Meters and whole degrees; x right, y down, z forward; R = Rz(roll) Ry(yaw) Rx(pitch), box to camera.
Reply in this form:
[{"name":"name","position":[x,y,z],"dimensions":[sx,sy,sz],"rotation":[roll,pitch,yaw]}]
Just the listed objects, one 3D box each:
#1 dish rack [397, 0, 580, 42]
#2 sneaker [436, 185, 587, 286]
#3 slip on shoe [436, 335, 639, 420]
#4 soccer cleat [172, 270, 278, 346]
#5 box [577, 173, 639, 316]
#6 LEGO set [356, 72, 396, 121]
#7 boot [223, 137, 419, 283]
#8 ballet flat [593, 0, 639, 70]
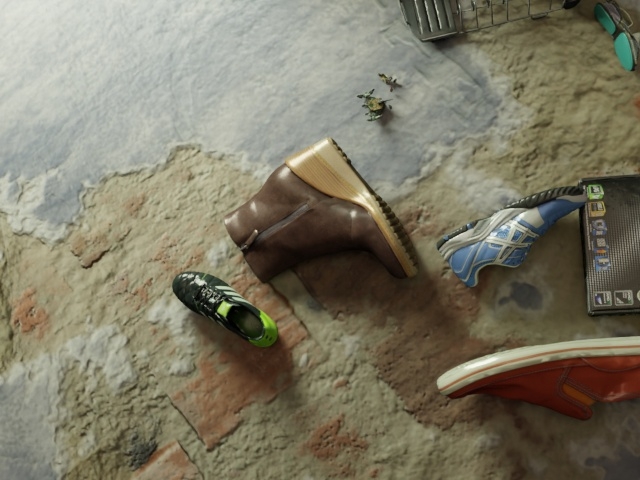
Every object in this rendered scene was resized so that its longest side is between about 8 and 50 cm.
[{"name":"dish rack","position":[0.241,-0.408,1.289],"dimensions":[0.272,0.074,0.208],"rotation":[-12,75,8]},{"name":"sneaker","position":[0.268,-0.010,1.198],"dimensions":[0.211,0.080,0.081],"rotation":[-28,83,18]},{"name":"slip on shoe","position":[0.317,0.182,1.128],"dimensions":[0.331,0.123,0.101],"rotation":[-5,81,4]},{"name":"soccer cleat","position":[-0.139,0.092,1.247],"dimensions":[0.179,0.072,0.060],"rotation":[29,84,15]},{"name":"box","position":[0.446,0.004,1.176],"dimensions":[0.184,0.045,0.190],"rotation":[-3,78,12]},{"name":"LEGO set","position":[0.086,-0.208,1.303],"dimensions":[0.054,0.023,0.083],"rotation":[39,74,13]},{"name":"boot","position":[0.000,0.000,1.253],"dimensions":[0.207,0.090,0.248],"rotation":[-40,75,12]},{"name":"ballet flat","position":[0.432,-0.295,1.249],"dimensions":[0.041,0.041,0.114],"rotation":[-24,76,4]}]
